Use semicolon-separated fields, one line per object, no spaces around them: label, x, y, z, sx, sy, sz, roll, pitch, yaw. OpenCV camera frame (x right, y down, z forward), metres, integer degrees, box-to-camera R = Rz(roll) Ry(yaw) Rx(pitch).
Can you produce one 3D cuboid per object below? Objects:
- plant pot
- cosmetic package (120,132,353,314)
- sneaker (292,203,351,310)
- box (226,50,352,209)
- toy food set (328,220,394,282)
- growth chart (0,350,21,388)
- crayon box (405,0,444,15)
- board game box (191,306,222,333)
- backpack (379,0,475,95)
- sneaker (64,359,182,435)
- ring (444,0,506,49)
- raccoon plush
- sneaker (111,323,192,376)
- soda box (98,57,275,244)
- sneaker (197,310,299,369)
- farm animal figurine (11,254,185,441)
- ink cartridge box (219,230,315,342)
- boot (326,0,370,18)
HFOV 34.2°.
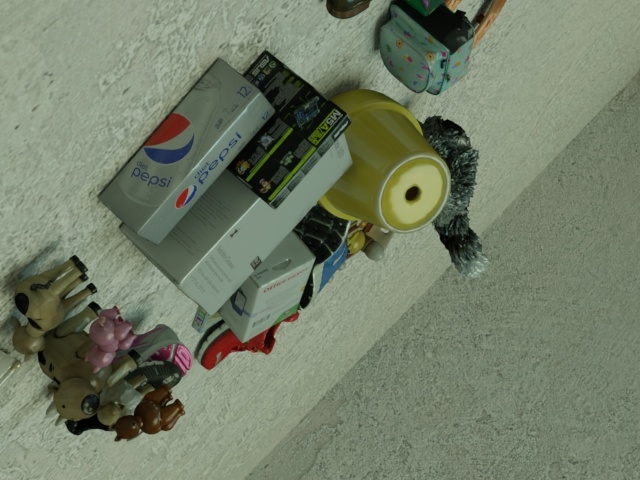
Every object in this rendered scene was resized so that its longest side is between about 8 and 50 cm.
plant pot;0.115;-0.132;1.978;0.254;0.239;0.254;-15;123;-24
cosmetic package;-0.132;-0.080;1.777;0.385;0.156;0.217;-47;161;-6
sneaker;0.000;0.000;2.346;0.147;0.129;0.330;-43;163;-51
box;-0.079;-0.177;1.654;0.191;0.184;0.045;-50;164;-2
toy food set;0.097;0.015;2.654;0.306;0.092;0.220;-33;157;-44
growth chart;-0.550;0.219;1.603;0.172;0.021;0.237;-45;162;-13
crayon box;0.257;-0.554;1.864;0.278;0.081;0.165;-44;162;-16
board game box;-0.206;0.129;2.255;0.154;0.026;0.103;-33;157;-44
backpack;0.201;-0.364;1.982;0.144;0.166;0.188;-45;159;-10
sneaker;-0.357;0.292;1.872;0.234;0.106;0.078;-18;125;-5
ring;0.305;-0.479;2.229;0.336;0.032;0.336;-44;163;-17
raccoon plush;0.226;-0.081;2.298;0.216;0.446;0.299;-29;-177;45
sneaker;-0.364;0.246;1.975;0.252;0.111;0.103;-27;124;1
soda box;-0.203;-0.134;1.596;0.286;0.091;0.098;-49;164;-1
sneaker;-0.164;0.219;2.353;0.279;0.118;0.107;-40;172;19
farm animal figurine;-0.382;0.192;1.641;0.172;0.330;0.327;-37;-166;-17
ink cartridge box;-0.112;0.097;2.176;0.154;0.093;0.212;-28;156;-31
boot;0.099;-0.455;1.685;0.219;0.082;0.106;-43;164;-15
